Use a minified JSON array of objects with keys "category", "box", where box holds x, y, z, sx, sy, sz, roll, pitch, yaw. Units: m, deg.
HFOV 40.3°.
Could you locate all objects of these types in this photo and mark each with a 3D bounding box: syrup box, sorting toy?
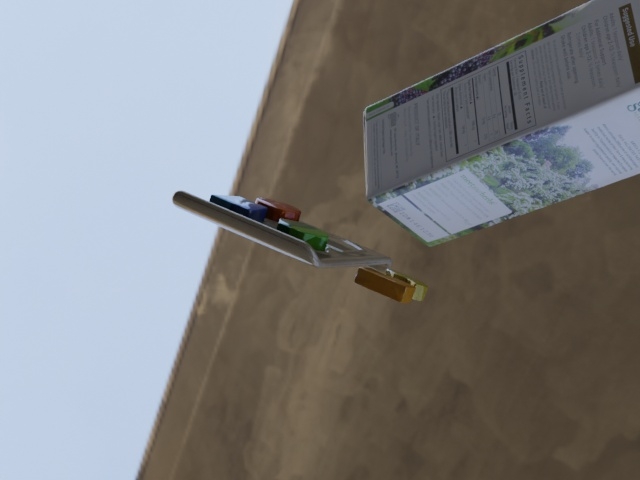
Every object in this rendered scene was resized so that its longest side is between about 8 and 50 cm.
[{"category":"syrup box","box":[0.154,-0.087,0.663,0.236,0.093,0.096,-22,-128,32]},{"category":"sorting toy","box":[0.000,0.000,1.057,0.307,0.229,0.041,22,-84,27]}]
